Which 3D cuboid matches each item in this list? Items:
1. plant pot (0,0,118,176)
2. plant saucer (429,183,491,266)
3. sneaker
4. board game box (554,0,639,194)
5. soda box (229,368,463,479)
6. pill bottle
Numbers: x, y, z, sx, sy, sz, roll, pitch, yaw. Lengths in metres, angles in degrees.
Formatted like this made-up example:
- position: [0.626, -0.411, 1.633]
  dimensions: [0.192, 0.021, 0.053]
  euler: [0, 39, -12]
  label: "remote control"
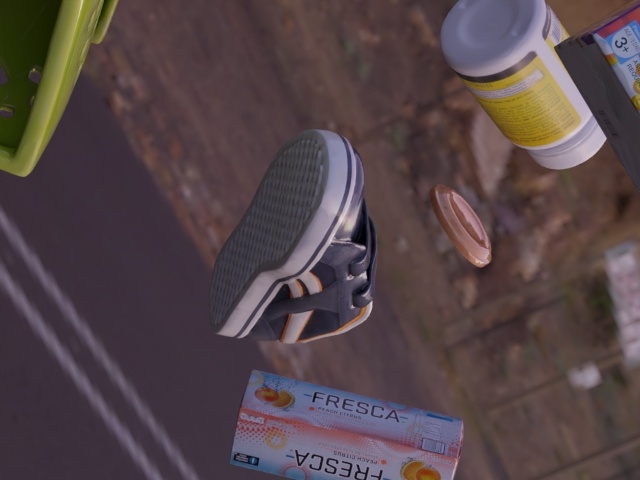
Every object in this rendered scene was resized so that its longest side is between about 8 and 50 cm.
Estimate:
- position: [-0.266, -0.228, 1.416]
  dimensions: [0.227, 0.228, 0.207]
  euler: [28, 46, 0]
  label: "plant pot"
- position: [0.126, -0.015, 1.575]
  dimensions: [0.083, 0.013, 0.083]
  euler: [47, 21, -24]
  label: "plant saucer"
- position: [0.000, 0.000, 1.631]
  dimensions: [0.321, 0.127, 0.126]
  euler: [130, -36, -59]
  label: "sneaker"
- position: [0.342, -0.163, 1.359]
  dimensions: [0.144, 0.275, 0.142]
  euler: [58, -3, -3]
  label: "board game box"
- position: [0.022, 0.164, 1.461]
  dimensions: [0.058, 0.183, 0.063]
  euler: [-73, 176, -59]
  label: "soda box"
- position: [0.222, -0.171, 1.888]
  dimensions: [0.208, 0.119, 0.119]
  euler: [46, 20, -44]
  label: "pill bottle"
